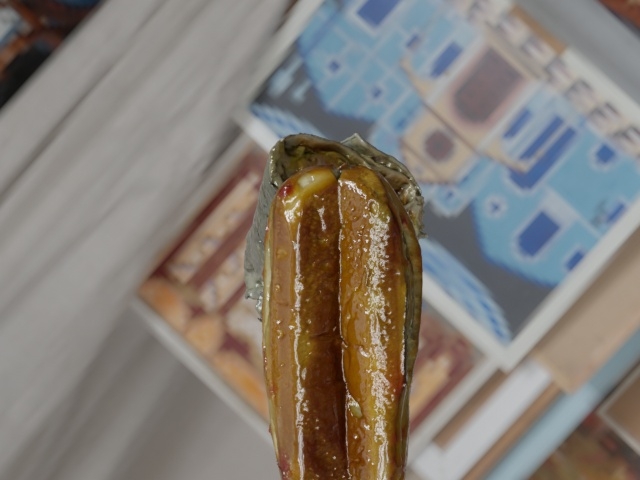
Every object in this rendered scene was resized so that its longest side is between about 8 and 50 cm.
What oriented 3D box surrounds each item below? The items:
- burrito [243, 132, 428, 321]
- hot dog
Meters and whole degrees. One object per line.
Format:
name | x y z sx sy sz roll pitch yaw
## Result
burrito | 0.000 0.000 0.901 0.087 0.060 0.226 18 163 -5
hot dog | 0.009 0.042 0.660 0.062 0.144 0.038 -2 -174 1
